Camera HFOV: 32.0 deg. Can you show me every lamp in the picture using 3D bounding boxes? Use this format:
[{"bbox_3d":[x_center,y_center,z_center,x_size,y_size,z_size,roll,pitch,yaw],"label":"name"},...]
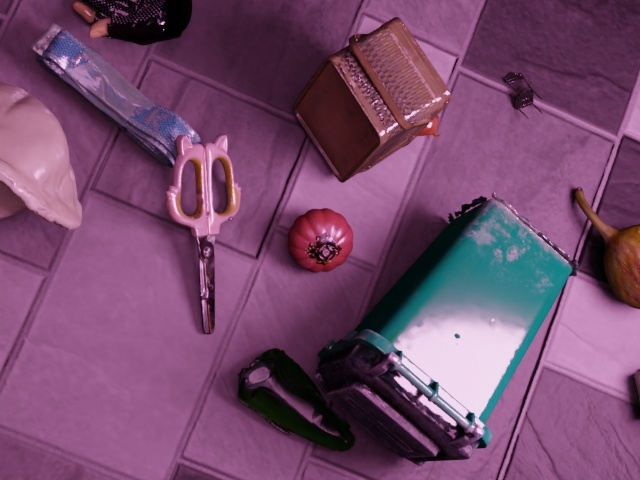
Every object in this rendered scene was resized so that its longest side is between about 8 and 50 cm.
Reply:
[{"bbox_3d":[0.000,0.000,1.792,0.108,0.092,0.107,-6,117,-11],"label":"lamp"}]

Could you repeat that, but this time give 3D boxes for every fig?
[{"bbox_3d":[0.509,0.002,1.876,0.149,0.149,0.245,-42,78,-14],"label":"fig"}]

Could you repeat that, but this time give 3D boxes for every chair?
[{"bbox_3d":[0.350,-0.249,1.927,0.037,0.042,0.086,-19,50,-14],"label":"chair"}]

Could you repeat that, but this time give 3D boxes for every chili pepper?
[{"bbox_3d":[-0.033,0.256,1.764,0.216,0.062,0.108,37,77,-5],"label":"chili pepper"}]

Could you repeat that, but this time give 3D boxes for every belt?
[{"bbox_3d":[-0.323,-0.229,1.767,0.302,0.087,0.072,38,78,-3],"label":"belt"}]

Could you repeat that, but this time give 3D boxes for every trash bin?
[{"bbox_3d":[0.202,0.132,1.719,0.259,0.295,0.381,40,70,-5],"label":"trash bin"}]

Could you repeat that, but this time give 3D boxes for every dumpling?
[{"bbox_3d":[-0.521,-0.149,1.603,0.395,0.315,0.233,34,83,5],"label":"dumpling"}]

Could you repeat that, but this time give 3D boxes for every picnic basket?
[{"bbox_3d":[0.075,-0.216,1.753,0.139,0.267,0.165,-32,86,-19],"label":"picnic basket"}]

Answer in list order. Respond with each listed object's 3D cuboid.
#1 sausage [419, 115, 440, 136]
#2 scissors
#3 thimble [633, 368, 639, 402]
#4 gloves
[{"bbox_3d":[0.149,-0.245,1.874,0.065,0.065,0.169,-20,87,-13],"label":"sausage"},{"bbox_3d":[-0.180,-0.009,1.765,0.160,0.024,0.317,-8,97,-48],"label":"scissors"},{"bbox_3d":[0.587,0.249,1.860,0.115,0.102,0.090,-5,80,-21],"label":"thimble"},{"bbox_3d":[-0.310,-0.369,1.799,0.181,0.106,0.129,6,78,19],"label":"gloves"}]
